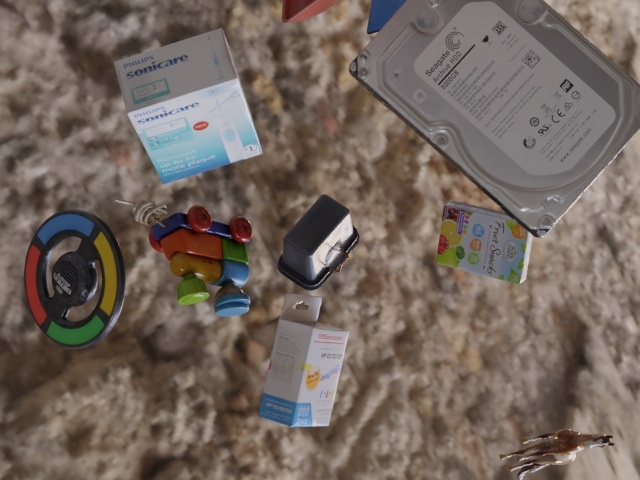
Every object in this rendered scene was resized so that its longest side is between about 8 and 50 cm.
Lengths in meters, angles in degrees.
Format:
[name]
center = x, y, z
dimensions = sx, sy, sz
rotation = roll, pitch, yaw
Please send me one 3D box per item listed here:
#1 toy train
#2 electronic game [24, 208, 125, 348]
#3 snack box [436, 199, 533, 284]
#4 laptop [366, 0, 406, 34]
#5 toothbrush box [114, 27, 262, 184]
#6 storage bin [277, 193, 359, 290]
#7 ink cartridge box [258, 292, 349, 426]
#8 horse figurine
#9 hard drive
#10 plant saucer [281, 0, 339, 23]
[toy train]
center = -0.201, 0.029, 1.794
dimensions = 0.105, 0.143, 0.248
rotation = -27, 154, 34
[electronic game]
center = -0.405, 0.063, 2.008
dimensions = 0.229, 0.229, 0.048
rotation = -20, 170, 34
[snack box]
center = 0.256, 0.002, 1.909
dimensions = 0.141, 0.100, 0.037
rotation = 15, -157, 23
[laptop]
center = 0.174, -0.624, 2.237
dimensions = 0.236, 0.381, 0.408
rotation = 5, 169, 18
[toothbrush box]
center = -0.249, -0.254, 2.371
dimensions = 0.216, 0.126, 0.295
rotation = -17, 154, -2
[storage bin]
center = 0.000, 0.000, 1.924
dimensions = 0.135, 0.098, 0.091
rotation = -49, 160, -21
[ink cartridge box]
center = -0.019, 0.171, 1.755
dimensions = 0.062, 0.181, 0.104
rotation = 12, 180, 32
[horse figurine]
center = 0.467, 0.425, 2.479
dimensions = 0.175, 0.066, 0.263
rotation = -8, 158, -10
[hard drive]
center = 0.236, -0.199, 1.595
dimensions = 0.237, 0.339, 0.064
rotation = -48, 179, 2
[plant saucer]
center = 0.055, -0.427, 1.579
dimensions = 0.259, 0.048, 0.258
rotation = -27, -131, 41
